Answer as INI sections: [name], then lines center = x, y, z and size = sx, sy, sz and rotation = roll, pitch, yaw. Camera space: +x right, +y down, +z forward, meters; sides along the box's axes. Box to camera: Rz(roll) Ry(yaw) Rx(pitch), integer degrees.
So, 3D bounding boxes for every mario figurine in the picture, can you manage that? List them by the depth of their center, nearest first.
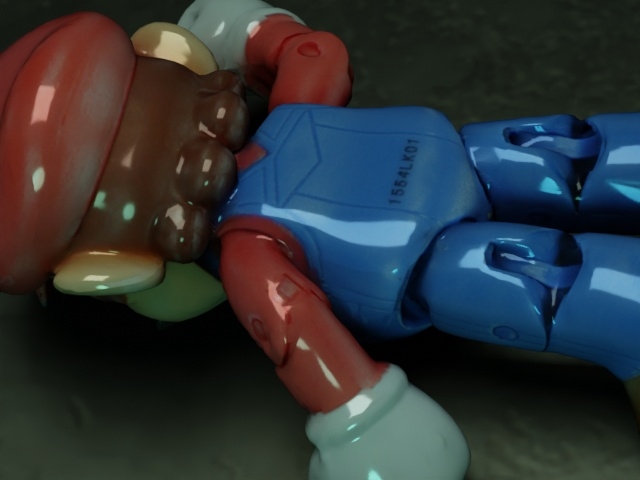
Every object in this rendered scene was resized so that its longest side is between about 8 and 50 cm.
[mario figurine]
center = 0.000, 0.000, 0.708
size = 0.320, 0.170, 0.198
rotation = 10, 20, 9
